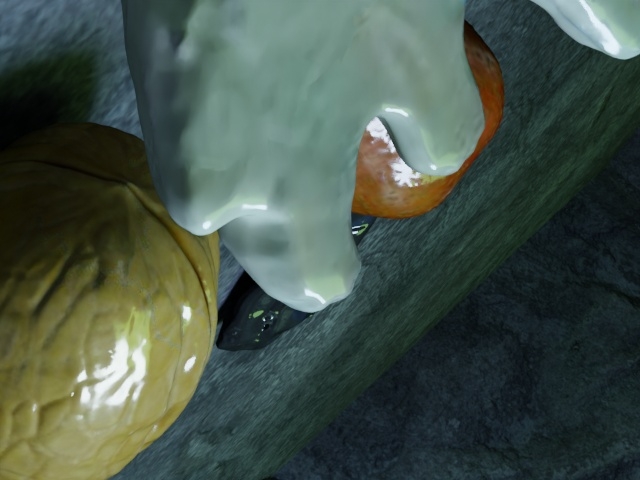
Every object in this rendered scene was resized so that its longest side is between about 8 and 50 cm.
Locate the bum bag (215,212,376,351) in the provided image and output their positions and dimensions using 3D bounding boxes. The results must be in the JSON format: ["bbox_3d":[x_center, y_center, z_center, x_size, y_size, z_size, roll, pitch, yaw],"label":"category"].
[{"bbox_3d":[0.000,0.000,1.218,0.137,0.074,0.310,-22,153,-43],"label":"bum bag"}]

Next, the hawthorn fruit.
[{"bbox_3d":[0.024,-0.103,0.814,0.163,0.162,0.203,-47,146,0],"label":"hawthorn fruit"}]

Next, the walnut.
[{"bbox_3d":[-0.134,0.040,0.648,0.165,0.165,0.197,-30,152,-56],"label":"walnut"}]

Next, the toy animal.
[{"bbox_3d":[0.018,-0.128,0.598,0.266,0.188,0.308,12,95,-40],"label":"toy animal"}]
